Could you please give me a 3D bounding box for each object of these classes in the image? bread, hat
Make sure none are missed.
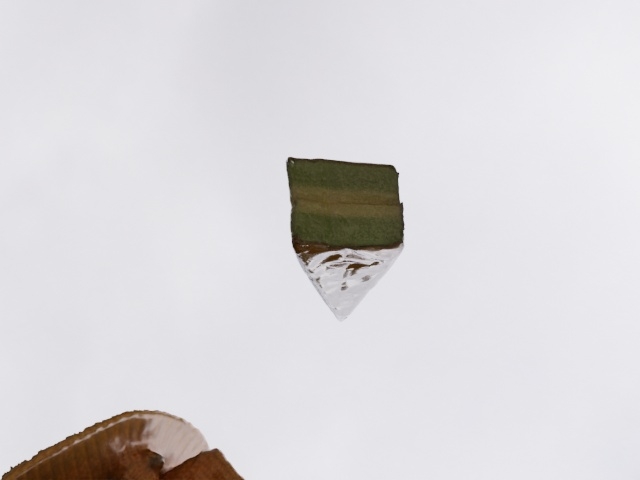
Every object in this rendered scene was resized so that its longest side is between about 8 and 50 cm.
[{"bbox_3d":[-0.001,0.002,1.270,0.139,0.084,0.074,126,-37,-60],"label":"bread"},{"bbox_3d":[-0.102,0.269,1.267,0.233,0.244,0.233,29,-98,37],"label":"hat"}]
